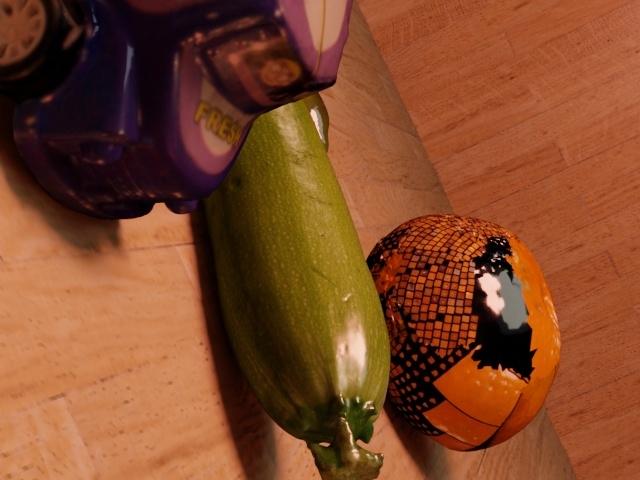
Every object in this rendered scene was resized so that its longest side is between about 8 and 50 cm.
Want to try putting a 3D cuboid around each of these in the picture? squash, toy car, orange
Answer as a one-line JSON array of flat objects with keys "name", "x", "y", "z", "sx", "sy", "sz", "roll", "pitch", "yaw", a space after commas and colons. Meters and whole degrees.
[{"name": "squash", "x": -0.022, "y": 0.010, "z": 0.861, "sx": 0.101, "sy": 0.101, "sz": 0.379, "roll": 55, "pitch": 10, "yaw": -42}, {"name": "toy car", "x": -0.068, "y": -0.126, "z": 0.680, "sx": 0.172, "sy": 0.158, "sz": 0.235, "roll": 34, "pitch": 62, "yaw": -69}, {"name": "orange", "x": 0.133, "y": 0.087, "z": 1.263, "sx": 0.234, "sy": 0.182, "sz": 0.234, "roll": -12, "pitch": 90, "yaw": -79}]

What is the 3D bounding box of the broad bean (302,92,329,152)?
[{"name": "broad bean", "x": -0.041, "y": -0.185, "z": 1.359, "sx": 0.255, "sy": 0.046, "sz": 0.065, "roll": 66, "pitch": 17, "yaw": 16}]
